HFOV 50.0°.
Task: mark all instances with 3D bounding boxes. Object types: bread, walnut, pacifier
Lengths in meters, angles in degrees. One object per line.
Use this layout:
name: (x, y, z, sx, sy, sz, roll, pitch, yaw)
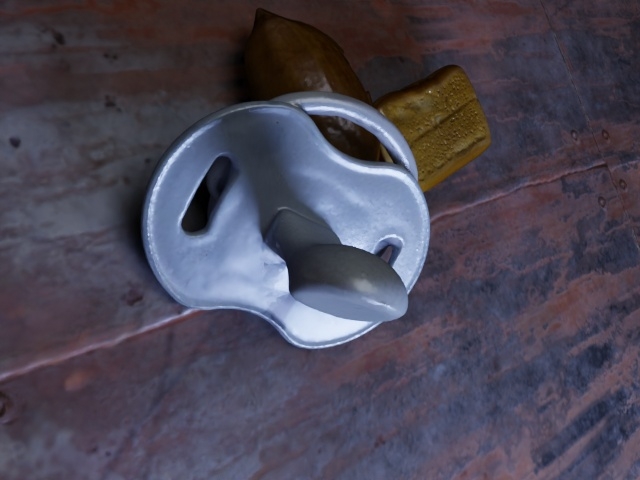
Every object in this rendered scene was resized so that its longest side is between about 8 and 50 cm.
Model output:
bread: (0.119, -0.123, 0.796, 0.200, 0.077, 0.116, -33, 95, -41)
walnut: (-0.012, -0.144, 0.689, 0.116, 0.116, 0.207, -31, 88, -40)
pacifier: (0.000, 0.000, 0.572, 0.279, 0.207, 0.227, 24, 105, -29)
